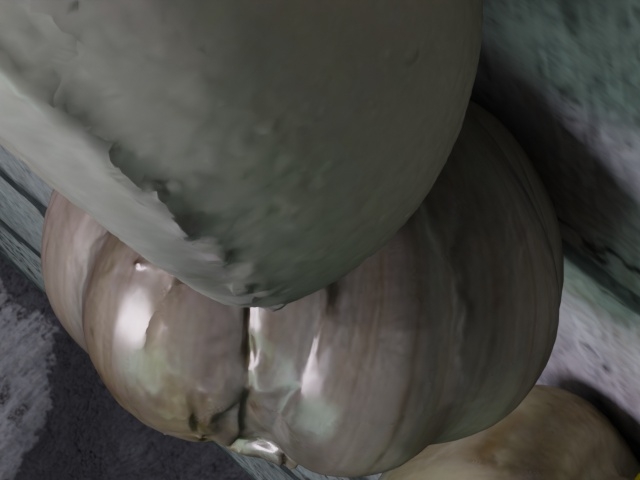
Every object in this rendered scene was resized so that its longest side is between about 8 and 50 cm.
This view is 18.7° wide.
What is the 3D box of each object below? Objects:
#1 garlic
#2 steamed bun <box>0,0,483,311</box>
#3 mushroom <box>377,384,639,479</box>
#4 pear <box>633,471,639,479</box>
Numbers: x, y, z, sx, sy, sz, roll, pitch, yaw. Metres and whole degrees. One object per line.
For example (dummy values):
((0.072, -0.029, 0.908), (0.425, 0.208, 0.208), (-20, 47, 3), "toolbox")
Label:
((-0.002, -0.002, 0.801), (0.227, 0.152, 0.228), (14, -159, -6), "garlic")
((-0.064, -0.115, 0.606), (0.283, 0.177, 0.283), (40, 176, 3), "steamed bun")
((0.144, 0.195, 1.001), (0.260, 0.234, 0.254), (-16, -91, -61), "mushroom")
((0.186, 0.186, 0.805), (0.200, 0.200, 0.200), (42, 168, 11), "pear")
